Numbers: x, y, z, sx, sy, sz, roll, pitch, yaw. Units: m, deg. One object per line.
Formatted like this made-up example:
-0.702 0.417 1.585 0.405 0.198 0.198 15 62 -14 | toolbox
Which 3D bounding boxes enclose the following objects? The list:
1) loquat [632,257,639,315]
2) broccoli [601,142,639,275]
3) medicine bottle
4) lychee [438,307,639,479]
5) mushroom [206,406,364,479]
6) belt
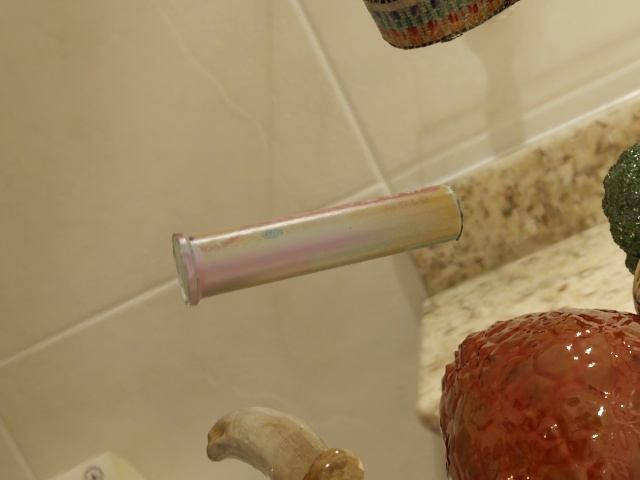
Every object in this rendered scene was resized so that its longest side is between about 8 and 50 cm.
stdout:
0.407 0.049 0.857 0.208 0.208 0.208 -26 8 4 | loquat
0.615 -0.055 1.563 0.270 0.270 0.270 -162 90 -80 | broccoli
0.000 0.000 1.338 0.426 0.108 0.108 -12 3 -17 | medicine bottle
0.227 0.172 0.735 0.300 0.255 0.255 18 36 35 | lychee
-0.063 0.318 1.345 0.351 0.095 0.123 4 56 57 | mushroom
0.222 -0.463 1.608 0.295 0.160 0.207 -25 47 10 | belt
